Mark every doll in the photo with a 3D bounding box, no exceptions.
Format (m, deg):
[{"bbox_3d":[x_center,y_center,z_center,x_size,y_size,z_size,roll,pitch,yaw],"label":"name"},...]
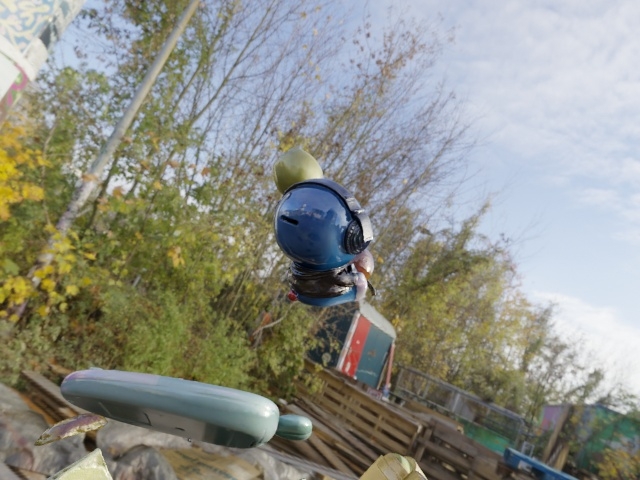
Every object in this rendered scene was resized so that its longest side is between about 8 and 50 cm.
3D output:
[{"bbox_3d":[0.000,0.000,1.012,0.284,0.310,0.240,20,25,36],"label":"doll"}]

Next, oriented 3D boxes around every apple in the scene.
[{"bbox_3d":[-0.088,-0.248,1.544,0.200,0.200,0.200,24,-12,5],"label":"apple"}]

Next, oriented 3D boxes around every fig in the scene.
[{"bbox_3d":[0.121,0.086,1.390,0.202,0.149,0.148,9,34,-40],"label":"fig"}]

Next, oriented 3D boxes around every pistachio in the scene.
[{"bbox_3d":[-0.655,0.490,1.068,0.089,0.049,0.173,-24,-18,33],"label":"pistachio"}]

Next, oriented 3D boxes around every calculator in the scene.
[{"bbox_3d":[-0.153,0.209,0.490,0.299,0.041,0.185,16,-36,-8],"label":"calculator"}]

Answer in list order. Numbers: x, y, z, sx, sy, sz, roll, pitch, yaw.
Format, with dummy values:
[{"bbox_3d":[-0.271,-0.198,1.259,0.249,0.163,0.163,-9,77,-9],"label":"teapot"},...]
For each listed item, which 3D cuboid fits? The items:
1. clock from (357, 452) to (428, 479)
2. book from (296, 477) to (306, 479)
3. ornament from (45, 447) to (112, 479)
[{"bbox_3d":[0.270,0.766,1.128,0.244,0.200,0.317,55,-16,-6],"label":"clock"},{"bbox_3d":[-0.147,0.718,0.890,0.371,0.260,0.043,-30,-31,19],"label":"book"},{"bbox_3d":[-0.720,0.728,1.231,0.059,0.180,0.201,-1,-29,38],"label":"ornament"}]
